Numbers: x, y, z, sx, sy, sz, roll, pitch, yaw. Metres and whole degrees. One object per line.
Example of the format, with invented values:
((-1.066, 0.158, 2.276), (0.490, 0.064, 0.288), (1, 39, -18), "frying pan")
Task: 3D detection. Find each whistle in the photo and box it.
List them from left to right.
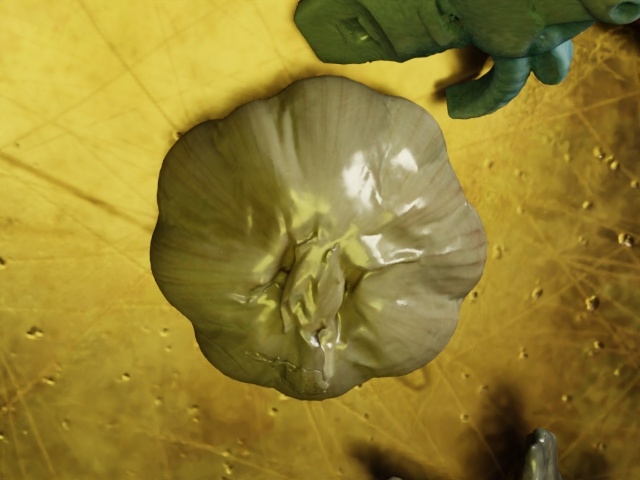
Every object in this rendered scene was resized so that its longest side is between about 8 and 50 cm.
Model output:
((0.098, -0.157, 0.728), (0.269, 0.093, 0.180), (-12, 136, 36), "whistle")

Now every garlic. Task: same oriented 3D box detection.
((-0.002, 0.004, 0.778), (0.228, 0.152, 0.227), (0, 96, -3), "garlic")

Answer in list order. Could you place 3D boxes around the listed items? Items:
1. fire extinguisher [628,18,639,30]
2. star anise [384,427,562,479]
((0.331, -0.135, 0.803), (0.337, 0.135, 0.114), (27, 57, -9), "fire extinguisher")
((0.121, 0.282, 0.874), (0.360, 0.139, 0.315), (6, 94, 9), "star anise")
